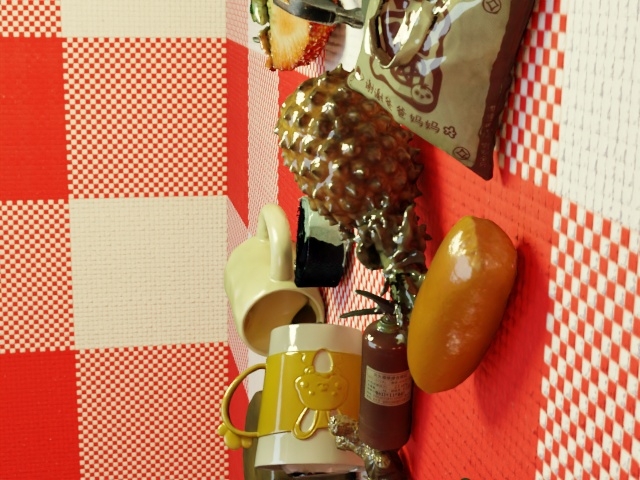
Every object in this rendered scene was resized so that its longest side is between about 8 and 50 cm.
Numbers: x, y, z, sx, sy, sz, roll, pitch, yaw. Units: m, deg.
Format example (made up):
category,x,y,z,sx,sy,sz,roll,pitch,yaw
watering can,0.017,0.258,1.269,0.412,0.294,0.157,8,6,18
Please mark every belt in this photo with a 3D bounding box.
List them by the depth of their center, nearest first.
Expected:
category,x,y,z,sx,sy,sz,roll,pitch,yaw
belt,0.000,0.000,1.785,0.198,0.078,0.151,112,158,-69

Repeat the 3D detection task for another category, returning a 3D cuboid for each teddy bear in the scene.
category,x,y,z,sx,sy,sz,roll,pitch,yaw
teddy bear,0.082,0.305,1.458,0.160,0.078,0.119,53,165,32

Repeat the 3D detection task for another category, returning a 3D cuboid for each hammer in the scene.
category,x,y,z,sx,sy,sz,roll,pitch,yaw
hammer,-0.005,-0.413,1.684,0.290,0.137,0.037,-93,15,-55

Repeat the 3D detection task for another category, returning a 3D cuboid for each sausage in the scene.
category,x,y,z,sx,sy,sz,roll,pitch,yaw
sausage,0.140,0.074,1.082,0.238,0.098,0.098,105,160,-49

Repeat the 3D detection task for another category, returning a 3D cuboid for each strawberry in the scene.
category,x,y,z,sx,sy,sz,roll,pitch,yaw
strawberry,-0.030,-0.381,1.832,0.286,0.106,0.188,-145,48,-60

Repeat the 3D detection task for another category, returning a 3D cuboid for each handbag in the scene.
category,x,y,z,sx,sy,sz,roll,pitch,yaw
handbag,0.112,-0.204,1.054,0.213,0.127,0.235,42,140,36

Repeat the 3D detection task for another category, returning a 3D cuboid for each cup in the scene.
category,x,y,z,sx,sy,sz,roll,pitch,yaw
cup,-0.034,0.247,1.622,0.185,0.241,0.226,123,150,-72
cup,-0.104,0.067,1.980,0.202,0.173,0.255,-111,-3,-55

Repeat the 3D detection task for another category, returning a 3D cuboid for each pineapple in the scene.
category,x,y,z,sx,sy,sz,roll,pitch,yaw
pineapple,0.067,-0.043,1.308,0.175,0.175,0.361,110,140,-61

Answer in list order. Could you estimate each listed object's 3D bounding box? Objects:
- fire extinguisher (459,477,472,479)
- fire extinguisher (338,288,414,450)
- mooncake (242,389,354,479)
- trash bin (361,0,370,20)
category,x,y,z,sx,sy,sz,roll,pitch,yaw
fire extinguisher,0.128,0.418,1.201,0.095,0.114,0.311,22,122,34
fire extinguisher,0.073,0.162,1.367,0.071,0.099,0.231,-89,-2,-59
mooncake,-0.036,0.401,1.824,0.290,0.161,0.290,179,90,-77
trash bin,0.105,-0.338,1.172,0.177,0.101,0.236,-112,20,-55
